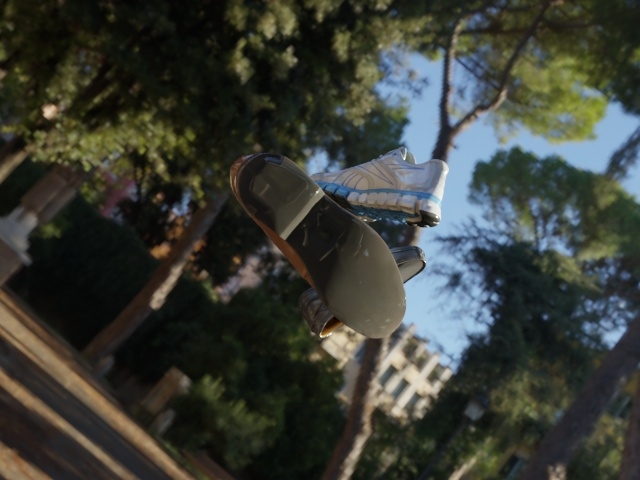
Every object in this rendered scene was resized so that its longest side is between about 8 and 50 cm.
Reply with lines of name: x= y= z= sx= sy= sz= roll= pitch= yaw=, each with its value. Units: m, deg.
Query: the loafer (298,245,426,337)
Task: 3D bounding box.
loafer: x=0.058 y=0.065 z=1.205 sx=0.062 sy=0.170 sz=0.061 roll=54 pitch=8 yaw=-47

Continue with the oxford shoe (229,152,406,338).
oxford shoe: x=0.000 y=0.000 z=0.862 sx=0.212 sy=0.076 sz=0.076 roll=50 pitch=-8 yaw=-21

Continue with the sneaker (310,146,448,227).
sneaker: x=0.068 y=-0.067 z=1.113 sx=0.191 sy=0.083 sz=0.071 roll=10 pitch=-18 yaw=40
